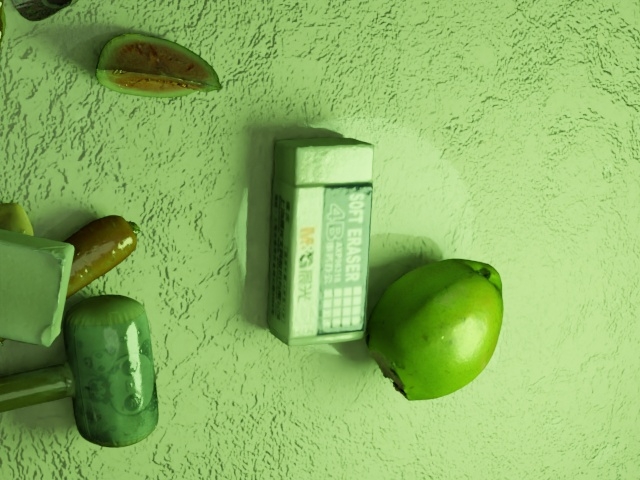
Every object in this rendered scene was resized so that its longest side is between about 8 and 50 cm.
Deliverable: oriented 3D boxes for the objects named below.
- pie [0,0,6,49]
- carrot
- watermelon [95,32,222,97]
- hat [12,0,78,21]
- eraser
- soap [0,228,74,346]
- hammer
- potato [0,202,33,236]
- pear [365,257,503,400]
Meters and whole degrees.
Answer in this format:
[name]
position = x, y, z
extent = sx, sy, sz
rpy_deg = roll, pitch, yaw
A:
[pie]
position = -0.501, -0.246, 1.359
extent = 0.315, 0.092, 0.315
rpy_deg = -10, 113, -24
[carrot]
position = -0.324, 0.042, 1.533
extent = 0.225, 0.067, 0.067
rpy_deg = -37, 117, -12
[watermelon]
position = -0.214, -0.205, 1.525
extent = 0.163, 0.087, 0.069
rpy_deg = 6, 131, -26
[hat]
position = -0.326, -0.299, 1.463
extent = 0.087, 0.042, 0.058
rpy_deg = -16, 105, 14
[eraser]
position = 0.000, 0.000, 1.676
extent = 0.124, 0.081, 0.279
rpy_deg = -4, 105, -25
[soap]
position = -0.394, 0.048, 1.445
extent = 0.183, 0.064, 0.121
rpy_deg = 13, 102, -4
[hammer]
position = -0.362, 0.183, 1.543
extent = 0.305, 0.113, 0.202
rpy_deg = -9, 104, -16
[potato]
position = -0.384, -0.003, 1.500
extent = 0.068, 0.062, 0.083
rpy_deg = -3, 80, -54
[pear]
position = 0.173, 0.117, 1.735
extent = 0.219, 0.187, 0.187
rpy_deg = -38, 117, -6
